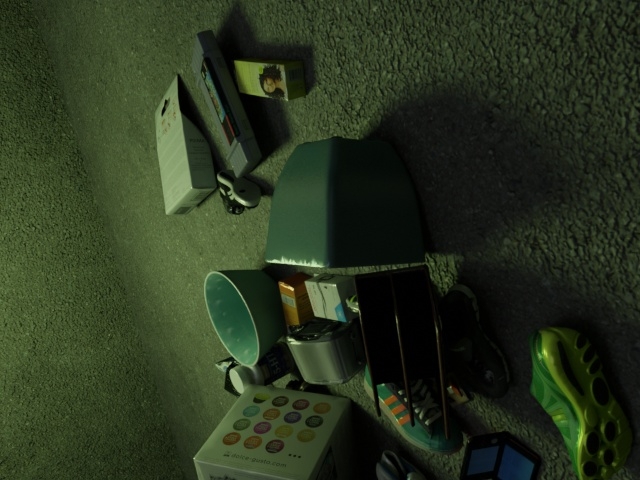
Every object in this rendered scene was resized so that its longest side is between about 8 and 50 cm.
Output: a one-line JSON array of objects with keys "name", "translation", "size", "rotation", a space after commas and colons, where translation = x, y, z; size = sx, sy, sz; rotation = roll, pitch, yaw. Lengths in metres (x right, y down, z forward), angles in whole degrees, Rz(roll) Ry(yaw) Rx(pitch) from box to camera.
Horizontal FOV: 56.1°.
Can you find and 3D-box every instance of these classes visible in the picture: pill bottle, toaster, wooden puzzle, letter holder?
[{"name": "pill bottle", "translation": [-0.187, 0.407, 1.910], "size": [0.112, 0.187, 0.112], "rotation": [33, 135, 41]}, {"name": "toaster", "translation": [0.012, 0.290, 1.578], "size": [0.227, 0.129, 0.146], "rotation": [-11, 103, 39]}, {"name": "wooden puzzle", "translation": [0.290, 0.331, 1.328], "size": [0.078, 0.014, 0.116], "rotation": [54, 145, 20]}, {"name": "letter holder", "translation": [0.166, 0.238, 1.199], "size": [0.214, 0.152, 0.302], "rotation": [-91, -9, -59]}]

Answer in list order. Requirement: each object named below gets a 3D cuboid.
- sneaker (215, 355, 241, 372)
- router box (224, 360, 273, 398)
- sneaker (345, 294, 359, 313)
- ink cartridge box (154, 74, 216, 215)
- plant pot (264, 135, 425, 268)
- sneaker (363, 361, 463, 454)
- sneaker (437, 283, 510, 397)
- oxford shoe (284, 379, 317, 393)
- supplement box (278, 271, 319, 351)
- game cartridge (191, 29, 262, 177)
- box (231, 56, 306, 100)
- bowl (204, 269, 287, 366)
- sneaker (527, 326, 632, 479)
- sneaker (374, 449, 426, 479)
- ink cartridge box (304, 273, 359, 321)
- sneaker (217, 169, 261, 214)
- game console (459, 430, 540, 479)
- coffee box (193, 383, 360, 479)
[{"name": "sneaker", "translation": [-0.333, 0.484, 2.269], "size": [0.211, 0.080, 0.081], "rotation": [-16, 94, 58]}, {"name": "router box", "translation": [-0.261, 0.530, 2.167], "size": [0.179, 0.046, 0.133], "rotation": [28, 134, 15]}, {"name": "sneaker", "translation": [0.145, 0.129, 1.385], "size": [0.235, 0.084, 0.097], "rotation": [-3, 75, 59]}, {"name": "ink cartridge box", "translation": [-0.461, -0.308, 2.010], "size": [0.308, 0.091, 0.385], "rotation": [-26, 70, 58]}, {"name": "plant pot", "translation": [0.045, -0.079, 1.239], "size": [0.248, 0.247, 0.252], "rotation": [2, 94, 55]}, {"name": "sneaker", "translation": [0.205, 0.363, 1.384], "size": [0.302, 0.108, 0.121], "rotation": [35, 139, 43]}, {"name": "sneaker", "translation": [0.285, 0.206, 1.161], "size": [0.078, 0.106, 0.234], "rotation": [-25, 87, 42]}, {"name": "oxford shoe", "translation": [-0.076, 0.480, 1.892], "size": [0.096, 0.083, 0.227], "rotation": [59, 146, 21]}, {"name": "supplement box", "translation": [-0.052, 0.215, 1.700], "size": [0.080, 0.078, 0.233], "rotation": [20, 125, 47]}, {"name": "game cartridge", "translation": [-0.262, -0.358, 1.624], "size": [0.230, 0.068, 0.355], "rotation": [162, 86, -78]}, {"name": "box", "translation": [-0.129, -0.396, 1.459], "size": [0.232, 0.058, 0.087], "rotation": [23, 127, 49]}, {"name": "bowl", "translation": [-0.210, 0.212, 1.848], "size": [0.311, 0.163, 0.311], "rotation": [34, 135, 42]}, {"name": "sneaker", "translation": [0.435, 0.276, 1.024], "size": [0.123, 0.109, 0.295], "rotation": [-159, 49, -78]}, {"name": "sneaker", "translation": [0.180, 0.657, 1.603], "size": [0.323, 0.130, 0.236], "rotation": [0, 99, 61]}, {"name": "ink cartridge box", "translation": [0.023, 0.146, 1.562], "size": [0.180, 0.060, 0.104], "rotation": [0, 109, 56]}, {"name": "sneaker", "translation": [-0.231, -0.117, 1.770], "size": [0.217, 0.079, 0.121], "rotation": [43, 144, 47]}, {"name": "game console", "translation": [0.367, 0.475, 1.243], "size": [0.085, 0.124, 0.144], "rotation": [-112, 20, -56]}, {"name": "coffee box", "translation": [-0.103, 0.658, 1.706], "size": [0.338, 0.334, 0.338], "rotation": [3, 115, 23]}]
